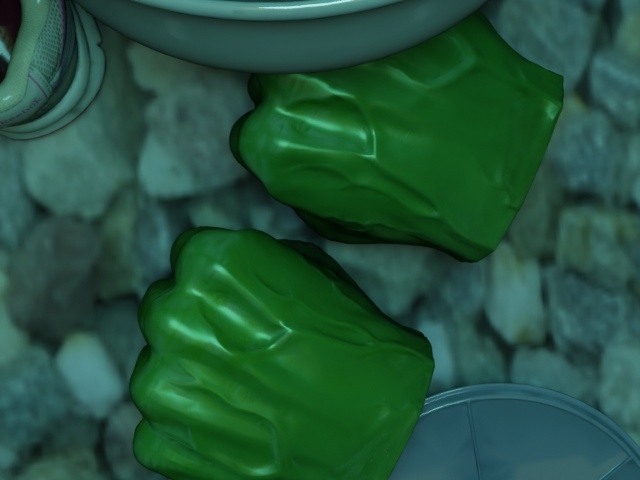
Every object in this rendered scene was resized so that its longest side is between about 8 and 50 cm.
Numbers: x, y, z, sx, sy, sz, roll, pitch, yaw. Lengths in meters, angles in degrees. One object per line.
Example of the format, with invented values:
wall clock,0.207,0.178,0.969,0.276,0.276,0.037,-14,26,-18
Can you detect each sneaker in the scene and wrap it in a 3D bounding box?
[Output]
sneaker,-0.184,-0.158,0.791,0.103,0.111,0.252,-34,102,1

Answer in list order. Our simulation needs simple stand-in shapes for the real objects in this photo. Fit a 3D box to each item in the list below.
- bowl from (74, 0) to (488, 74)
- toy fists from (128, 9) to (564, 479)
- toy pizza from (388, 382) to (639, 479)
bowl,-0.014,-0.178,0.765,0.297,0.134,0.298,-2,58,3
toy fists,0.000,0.000,0.847,0.142,0.096,0.279,25,93,-18
toy pizza,0.092,0.172,0.921,0.201,0.032,0.201,-1,100,-5
